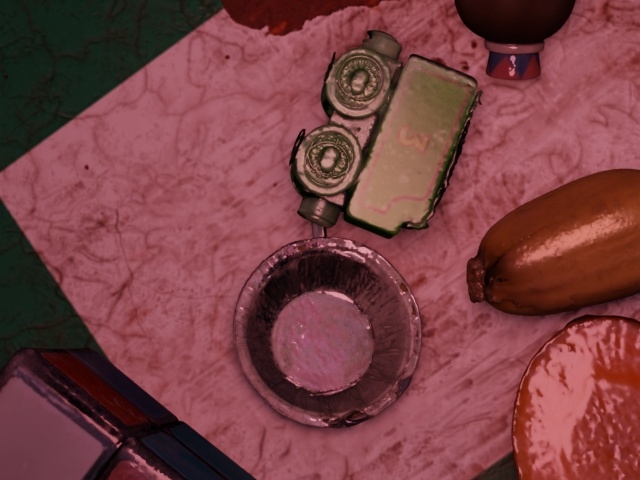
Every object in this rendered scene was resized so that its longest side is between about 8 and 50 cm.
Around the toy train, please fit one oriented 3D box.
[{"bbox_3d":[0.071,-0.118,1.693,0.188,0.132,0.243,23,86,0],"label":"toy train"}]

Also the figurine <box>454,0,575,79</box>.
[{"bbox_3d":[0.225,-0.328,1.681,0.158,0.161,0.276,-3,83,48],"label":"figurine"}]

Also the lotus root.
[{"bbox_3d":[0.312,0.003,1.659,0.303,0.131,0.146,-19,108,7],"label":"lotus root"}]

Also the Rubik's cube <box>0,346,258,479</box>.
[{"bbox_3d":[-0.277,0.331,1.625,0.316,0.318,0.313,38,91,6],"label":"Rubik's cube"}]

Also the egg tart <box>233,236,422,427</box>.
[{"bbox_3d":[0.006,0.112,1.700,0.234,0.094,0.234,1,96,7],"label":"egg tart"}]

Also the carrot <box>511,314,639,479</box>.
[{"bbox_3d":[0.352,0.235,1.662,0.258,0.100,0.307,-18,84,3],"label":"carrot"}]

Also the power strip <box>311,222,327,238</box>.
[{"bbox_3d":[0.000,0.000,1.748,0.017,0.027,0.083,-4,87,9],"label":"power strip"}]
